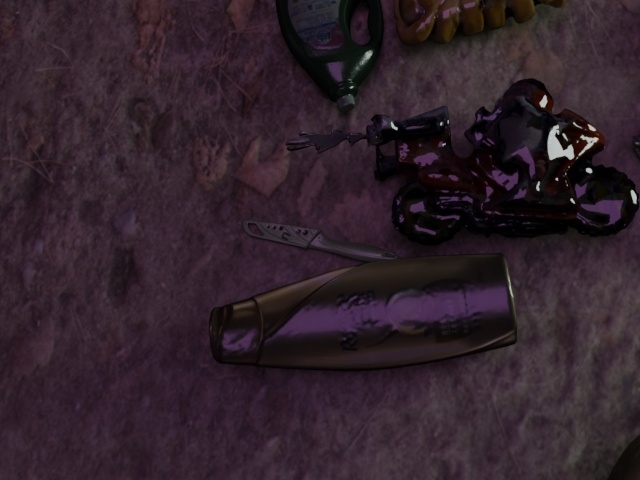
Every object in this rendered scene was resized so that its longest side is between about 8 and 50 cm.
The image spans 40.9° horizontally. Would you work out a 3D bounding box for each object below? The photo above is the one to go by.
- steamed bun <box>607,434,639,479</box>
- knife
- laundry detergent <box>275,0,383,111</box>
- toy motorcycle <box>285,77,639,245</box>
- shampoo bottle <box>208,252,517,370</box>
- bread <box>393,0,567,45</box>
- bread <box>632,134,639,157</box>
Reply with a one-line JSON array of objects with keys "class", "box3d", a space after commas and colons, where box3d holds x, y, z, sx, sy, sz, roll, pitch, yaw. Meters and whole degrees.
[{"class": "steamed bun", "box3d": [0.494, 0.254, 0.755, 0.455, 0.371, 0.290, -20, 75, 11]}, {"class": "knife", "box3d": [0.000, 0.000, 1.069, 0.207, 0.014, 0.030, 11, 77, 10]}, {"class": "laundry detergent", "box3d": [0.021, -0.269, 1.122, 0.137, 0.063, 0.211, -13, 73, -5]}, {"class": "toy motorcycle", "box3d": [0.164, -0.095, 1.019, 0.401, 0.134, 0.207, -4, 73, 3]}, {"class": "shampoo bottle", "box3d": [0.046, 0.090, 1.002, 0.350, 0.084, 0.126, -7, 75, 5]}, {"class": "bread", "box3d": [0.201, -0.326, 1.110, 0.225, 0.081, 0.134, -14, 67, 4]}, {"class": "bread", "box3d": [0.465, -0.116, 1.028, 0.172, 0.064, 0.232, 15, 74, 8]}]
